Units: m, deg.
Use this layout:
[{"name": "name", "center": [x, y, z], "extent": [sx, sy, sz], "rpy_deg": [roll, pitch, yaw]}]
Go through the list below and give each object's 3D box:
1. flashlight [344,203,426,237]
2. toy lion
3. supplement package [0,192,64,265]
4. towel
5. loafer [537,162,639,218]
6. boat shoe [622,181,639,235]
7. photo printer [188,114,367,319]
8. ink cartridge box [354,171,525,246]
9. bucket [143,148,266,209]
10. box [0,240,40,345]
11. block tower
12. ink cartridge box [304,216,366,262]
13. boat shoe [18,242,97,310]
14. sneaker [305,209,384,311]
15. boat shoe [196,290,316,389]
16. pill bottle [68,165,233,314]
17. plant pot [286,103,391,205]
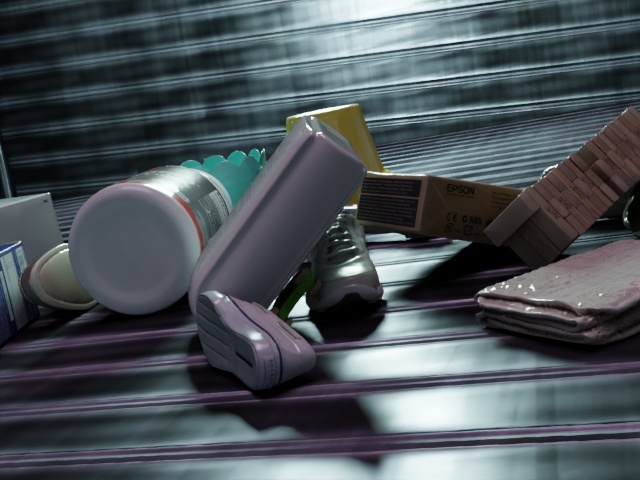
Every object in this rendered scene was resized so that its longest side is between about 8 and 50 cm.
[{"name": "flashlight", "center": [0.086, -0.050, 1.634], "extent": [0.304, 0.103, 0.103], "rpy_deg": [-2, -14, 36]}, {"name": "toy lion", "center": [-0.041, 0.076, 1.160], "extent": [0.100, 0.034, 0.096], "rpy_deg": [-53, 9, -15]}, {"name": "supplement package", "center": [-0.613, 0.024, 1.690], "extent": [0.203, 0.194, 0.149], "rpy_deg": [-4, 13, 37]}, {"name": "towel", "center": [0.326, 0.047, 0.984], "extent": [0.282, 0.049, 0.187], "rpy_deg": [-17, 12, -31]}, {"name": "loafer", "center": [0.468, -0.070, 1.409], "extent": [0.251, 0.094, 0.087], "rpy_deg": [9, -4, 37]}, {"name": "boat shoe", "center": [0.496, -0.035, 1.205], "extent": [0.095, 0.095, 0.257], "rpy_deg": [24, 4, -1]}, {"name": "photo printer", "center": [-0.068, -0.017, 1.203], "extent": [0.307, 0.107, 0.256], "rpy_deg": [-53, 10, 8]}, {"name": "ink cartridge box", "center": [0.198, -0.045, 1.312], "extent": [0.235, 0.088, 0.193], "rpy_deg": [6, 3, -27]}, {"name": "bucket", "center": [-0.232, -0.086, 1.924], "extent": [0.281, 0.183, 0.281], "rpy_deg": [-10, 11, 2]}, {"name": "box", "center": [-0.510, 0.088, 1.392], "extent": [0.036, 0.136, 0.225], "rpy_deg": [-10, 10, 2]}, {"name": "block tower", "center": [0.368, -0.073, 1.230], "extent": [0.335, 0.097, 0.091], "rpy_deg": [-32, -15, -38]}, {"name": "ink cartridge box", "center": [0.000, 0.000, 1.558], "extent": [0.135, 0.056, 0.099], "rpy_deg": [-6, 12, 23]}, {"name": "boat shoe", "center": [-0.435, 0.061, 1.547], "extent": [0.097, 0.116, 0.324], "rpy_deg": [-13, 5, 15]}, {"name": "sneaker", "center": [0.023, 0.023, 1.250], "extent": [0.110, 0.118, 0.292], "rpy_deg": [-10, 12, -2]}, {"name": "boat shoe", "center": [-0.077, 0.115, 1.005], "extent": [0.076, 0.083, 0.226], "rpy_deg": [-3, 17, -25]}, {"name": "pill bottle", "center": [-0.270, -0.017, 1.515], "extent": [0.210, 0.210, 0.363], "rpy_deg": [-10, 10, 8]}, {"name": "plant pot", "center": [0.025, -0.168, 1.941], "extent": [0.254, 0.239, 0.254], "rpy_deg": [-12, 11, 2]}]
